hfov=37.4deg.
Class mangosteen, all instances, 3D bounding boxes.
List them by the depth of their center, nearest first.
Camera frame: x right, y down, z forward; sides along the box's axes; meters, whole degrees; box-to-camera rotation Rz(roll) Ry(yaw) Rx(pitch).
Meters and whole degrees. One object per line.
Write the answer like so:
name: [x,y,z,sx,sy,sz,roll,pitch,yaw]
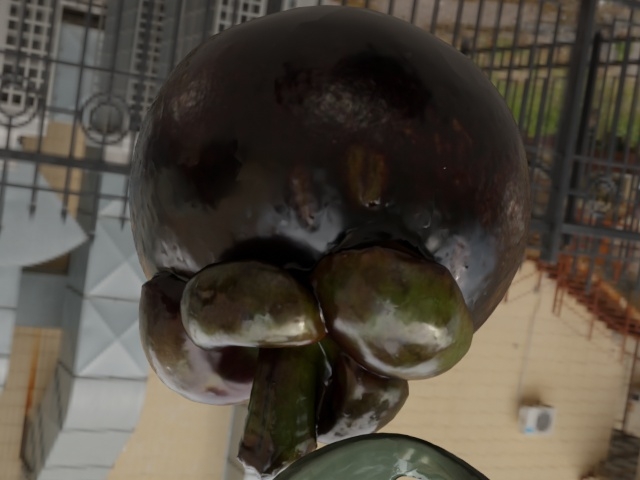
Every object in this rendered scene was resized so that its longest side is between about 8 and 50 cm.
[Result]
mangosteen: [0.000,0.000,0.690,0.306,0.347,0.307,7,138,6]

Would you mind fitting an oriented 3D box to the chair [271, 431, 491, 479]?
chair: [0.077,0.276,0.581,0.275,0.203,0.190,57,168,-30]
